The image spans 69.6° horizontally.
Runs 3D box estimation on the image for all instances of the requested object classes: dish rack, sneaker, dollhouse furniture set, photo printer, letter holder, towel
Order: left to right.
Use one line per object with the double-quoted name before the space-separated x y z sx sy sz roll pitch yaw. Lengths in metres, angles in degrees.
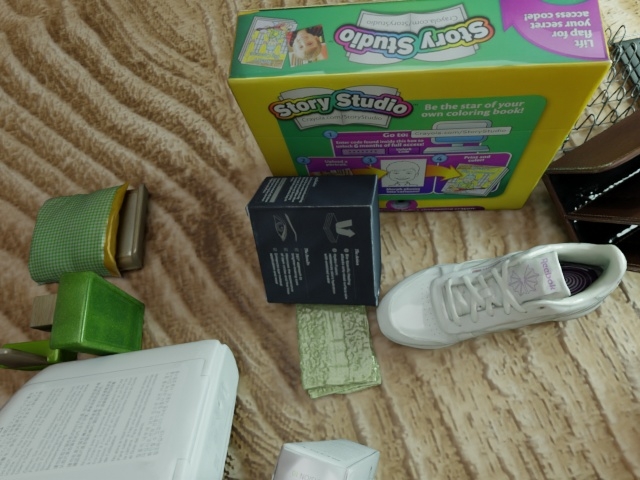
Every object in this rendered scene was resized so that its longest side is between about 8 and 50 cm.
"dollhouse furniture set" -0.383 0.027 0.686 0.197 0.151 0.302 -7 67 6
"photo printer" -0.268 0.249 0.547 0.307 0.107 0.256 -10 30 4
"towel" 0.020 0.139 0.645 0.110 0.027 0.148 -11 67 5
"sneaker" 0.218 0.057 0.581 0.305 0.152 0.114 -14 69 5
"dish rack" 0.432 -0.241 0.710 0.271 0.074 0.208 -10 68 5
"letter holder" 0.474 -0.097 0.544 0.302 0.214 0.152 -31 99 -4

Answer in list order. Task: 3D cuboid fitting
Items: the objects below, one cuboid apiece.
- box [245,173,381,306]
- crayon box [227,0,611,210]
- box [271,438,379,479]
"box" 0.000 0.000 0.622 0.158 0.156 0.093 1 33 12
"crayon box" 0.106 -0.148 0.592 0.363 0.313 0.106 1 68 9
"box" -0.007 0.309 0.420 0.058 0.322 0.232 11 71 17
